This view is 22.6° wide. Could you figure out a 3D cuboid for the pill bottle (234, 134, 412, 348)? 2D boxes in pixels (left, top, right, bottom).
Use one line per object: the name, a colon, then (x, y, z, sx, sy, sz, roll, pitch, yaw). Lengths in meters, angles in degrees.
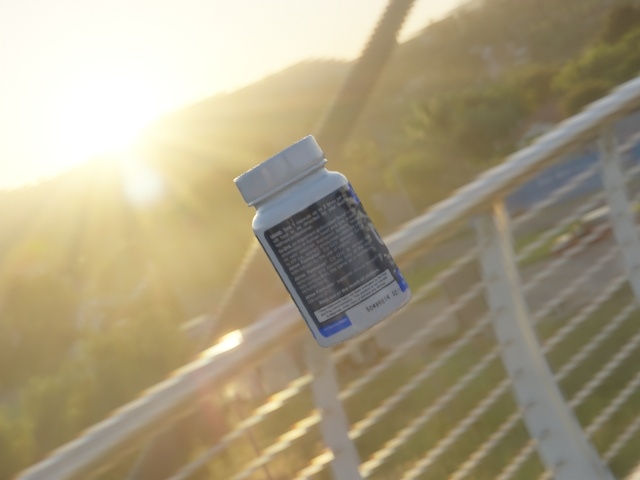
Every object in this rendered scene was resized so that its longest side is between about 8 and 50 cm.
pill bottle: (0.000, 0.000, 1.134, 0.078, 0.137, 0.078, -30, 3, 2)
